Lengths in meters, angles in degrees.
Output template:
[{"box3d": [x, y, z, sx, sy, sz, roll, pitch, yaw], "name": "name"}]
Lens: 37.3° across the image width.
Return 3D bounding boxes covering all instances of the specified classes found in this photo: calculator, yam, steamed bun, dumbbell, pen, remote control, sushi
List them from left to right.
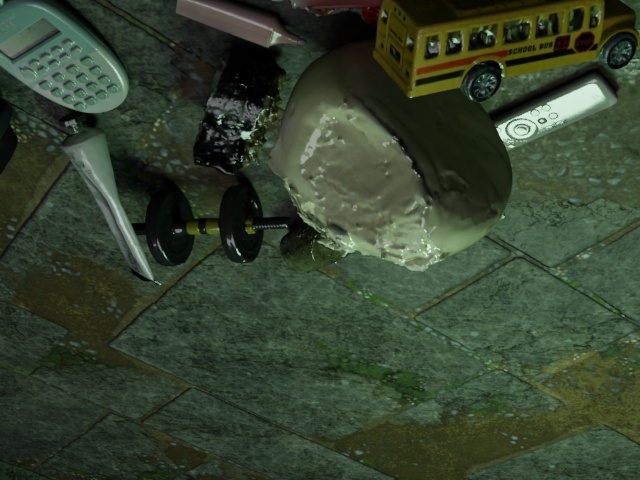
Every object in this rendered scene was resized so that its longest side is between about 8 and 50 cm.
[{"box3d": [-0.433, -0.304, 1.503, 0.184, 0.042, 0.295, -18, 137, 35], "name": "calculator"}, {"box3d": [-0.208, -0.026, 1.720, 0.325, 0.143, 0.143, -3, 141, 19], "name": "dumbbell"}, {"box3d": [-0.129, -0.188, 1.480, 0.115, 0.147, 0.212, 22, 136, -5], "name": "sushi"}, {"box3d": [-0.114, -0.322, 1.393, 0.197, 0.032, 0.053, 19, 143, -5], "name": "pen"}, {"box3d": [0.000, 0.000, 1.729, 0.107, 0.107, 0.183, 31, 143, -24], "name": "yam"}, {"box3d": [0.098, -0.113, 1.354, 0.233, 0.312, 0.334, -39, 80, 37], "name": "steamed bun"}, {"box3d": [0.324, -0.181, 1.453, 0.261, 0.029, 0.067, -23, 131, 38], "name": "remote control"}]

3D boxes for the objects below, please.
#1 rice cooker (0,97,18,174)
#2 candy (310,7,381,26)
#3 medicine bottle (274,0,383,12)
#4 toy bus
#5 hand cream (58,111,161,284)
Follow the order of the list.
[{"box3d": [-0.655, -0.178, 1.567, 0.267, 0.267, 0.224, -13, 130, 30], "name": "rice cooker"}, {"box3d": [0.128, -0.317, 1.283, 0.292, 0.086, 0.059, 11, 161, 3], "name": "candy"}, {"box3d": [0.005, -0.366, 1.206, 0.247, 0.147, 0.147, 2, 143, 14], "name": "medicine bottle"}, {"box3d": [0.240, -0.265, 1.185, 0.335, 0.121, 0.123, -14, 131, -17], "name": "toy bus"}, {"box3d": [-0.372, -0.068, 1.682, 0.121, 0.076, 0.336, 24, 138, 57], "name": "hand cream"}]
